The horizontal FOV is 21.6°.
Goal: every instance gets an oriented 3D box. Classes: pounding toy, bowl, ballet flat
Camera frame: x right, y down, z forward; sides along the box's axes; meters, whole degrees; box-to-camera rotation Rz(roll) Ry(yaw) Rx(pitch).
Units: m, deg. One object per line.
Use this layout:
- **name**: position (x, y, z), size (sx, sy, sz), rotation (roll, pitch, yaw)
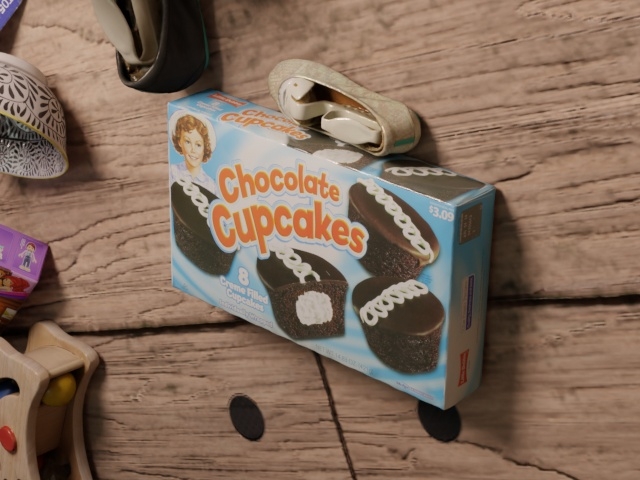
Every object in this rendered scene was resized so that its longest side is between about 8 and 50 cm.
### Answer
- **pounding toy**: position (-0.335, 0.222, 1.795), size (0.154, 0.155, 0.269), rotation (46, 134, 25)
- **bowl**: position (-0.316, -0.134, 1.646), size (0.170, 0.170, 0.080), rotation (-5, 61, 45)
- **ballet flat**: position (-0.160, -0.259, 1.444), size (0.095, 0.096, 0.280), rotation (3, 111, 44)
- **ballet flat**: position (0.007, -0.110, 1.384), size (0.168, 0.052, 0.057), rotation (21, 122, 37)

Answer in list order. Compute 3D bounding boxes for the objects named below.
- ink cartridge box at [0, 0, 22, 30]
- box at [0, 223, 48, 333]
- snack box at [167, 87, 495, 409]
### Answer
- **ink cartridge box**: position (-0.433, -0.246, 1.695), size (0.224, 0.045, 0.223), rotation (48, 111, 16)
- **box**: position (-0.460, 0.019, 1.767), size (0.293, 0.057, 0.201), rotation (24, 138, -17)
- **snack box**: position (0.000, 0.000, 1.437), size (0.322, 0.060, 0.187), rotation (21, 122, 36)
